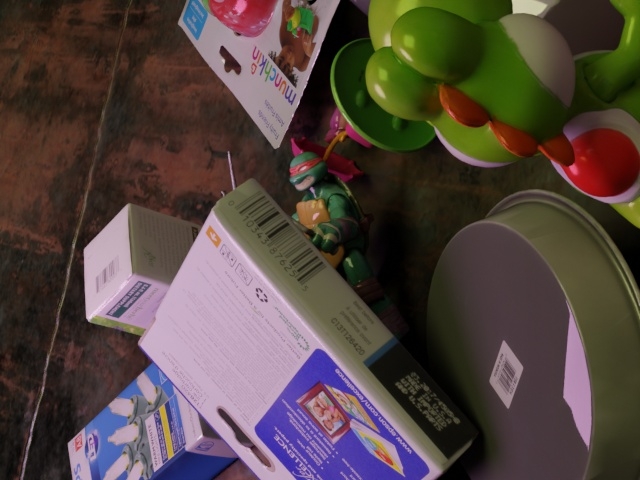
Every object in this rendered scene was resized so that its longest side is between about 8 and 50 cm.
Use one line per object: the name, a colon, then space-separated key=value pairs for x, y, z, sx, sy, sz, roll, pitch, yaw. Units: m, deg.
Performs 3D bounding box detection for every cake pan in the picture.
cake pan: x=0.174 y=0.105 z=1.301 sx=0.293 sy=0.054 sz=0.293 roll=31 pitch=126 yaw=58

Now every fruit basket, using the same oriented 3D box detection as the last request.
fruit basket: x=-0.061 y=-0.334 z=1.768 sx=0.353 sy=0.165 sz=0.327 roll=-62 pitch=38 yaw=22

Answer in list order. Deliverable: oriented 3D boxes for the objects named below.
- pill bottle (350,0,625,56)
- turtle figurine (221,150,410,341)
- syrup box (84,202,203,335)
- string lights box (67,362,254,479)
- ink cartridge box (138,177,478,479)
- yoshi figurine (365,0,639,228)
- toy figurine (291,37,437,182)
pill bottle: x=0.115 y=-0.280 z=1.423 sx=0.363 sy=0.210 sz=0.210 roll=46 pitch=115 yaw=30
turtle figurine: x=0.000 y=0.000 z=1.554 sx=0.234 sy=0.118 sz=0.175 roll=65 pitch=158 yaw=-7
syrup box: x=-0.124 y=0.052 z=1.645 sx=0.093 sy=0.237 sz=0.096 roll=-41 pitch=43 yaw=37
string lights box: x=-0.187 y=0.234 z=1.800 sx=0.259 sy=0.076 sz=0.133 roll=-43 pitch=48 yaw=36
ink cartridge box: x=-0.023 y=0.133 z=1.463 sx=0.303 sy=0.072 sz=0.307 roll=47 pitch=152 yaw=7
yoshi figurine: x=0.177 y=-0.132 z=1.212 sx=0.203 sy=0.362 sz=0.204 roll=17 pitch=92 yaw=54
toy figurine: x=0.035 y=-0.131 z=1.628 sx=0.159 sy=0.130 sz=0.173 roll=-40 pitch=26 yaw=50
